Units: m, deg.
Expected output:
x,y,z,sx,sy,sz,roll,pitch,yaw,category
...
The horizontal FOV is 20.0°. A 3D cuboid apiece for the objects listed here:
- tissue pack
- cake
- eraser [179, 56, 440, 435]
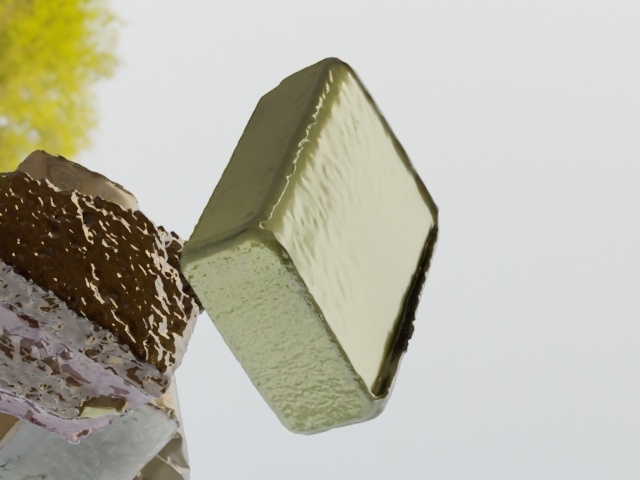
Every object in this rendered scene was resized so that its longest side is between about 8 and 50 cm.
x,y,z,sx,sy,sz,roll,pitch,yaw,category
-0.224,0.111,1.715,0.238,0.238,0.305,-30,-138,13,tissue pack
-0.190,0.023,0.966,0.116,0.295,0.113,-40,-136,32,cake
0.000,0.000,0.892,0.058,0.117,0.172,-21,-155,26,eraser
